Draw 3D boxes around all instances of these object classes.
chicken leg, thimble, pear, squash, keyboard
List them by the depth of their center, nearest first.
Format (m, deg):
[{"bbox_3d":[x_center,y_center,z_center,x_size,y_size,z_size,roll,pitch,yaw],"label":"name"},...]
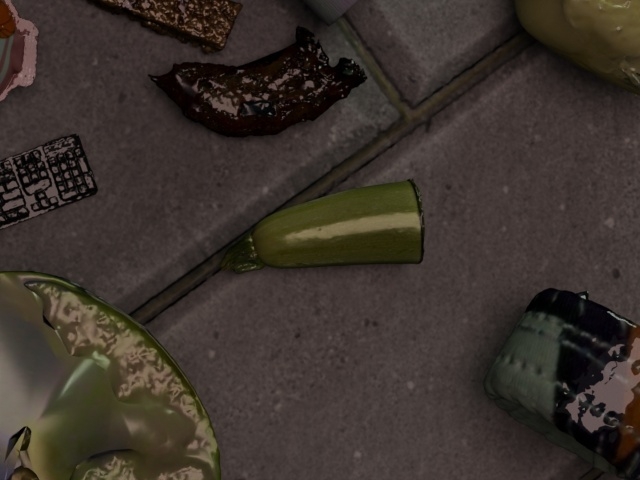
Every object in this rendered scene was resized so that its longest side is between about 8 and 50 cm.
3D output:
[{"bbox_3d":[-0.303,0.232,1.816,0.398,0.165,0.399,1,85,-13],"label":"pear"},{"bbox_3d":[-0.350,-0.043,1.902,0.231,0.023,0.072,-21,93,-14],"label":"keyboard"},{"bbox_3d":[0.300,0.161,1.945,0.237,0.237,0.150,34,83,-9],"label":"thimble"},{"bbox_3d":[0.000,0.000,1.957,0.224,0.094,0.094,-12,88,-7],"label":"squash"},{"bbox_3d":[-0.062,-0.165,1.958,0.233,0.063,0.105,-18,85,-13],"label":"chicken leg"}]

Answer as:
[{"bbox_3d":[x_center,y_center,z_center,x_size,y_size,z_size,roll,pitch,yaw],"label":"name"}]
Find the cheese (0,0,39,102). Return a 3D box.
[{"bbox_3d":[-0.434,-0.207,1.869,0.285,0.074,0.189,7,82,-12],"label":"cheese"}]

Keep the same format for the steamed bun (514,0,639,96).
[{"bbox_3d":[0.338,-0.301,2.016,0.232,0.166,0.273,21,86,-23],"label":"steamed bun"}]

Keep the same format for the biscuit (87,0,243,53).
[{"bbox_3d":[-0.186,-0.263,1.952,0.199,0.034,0.064,22,81,-10],"label":"biscuit"}]

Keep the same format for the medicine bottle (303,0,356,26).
[{"bbox_3d":[-0.024,-0.352,1.943,0.139,0.139,0.225,-45,96,-13],"label":"medicine bottle"}]
